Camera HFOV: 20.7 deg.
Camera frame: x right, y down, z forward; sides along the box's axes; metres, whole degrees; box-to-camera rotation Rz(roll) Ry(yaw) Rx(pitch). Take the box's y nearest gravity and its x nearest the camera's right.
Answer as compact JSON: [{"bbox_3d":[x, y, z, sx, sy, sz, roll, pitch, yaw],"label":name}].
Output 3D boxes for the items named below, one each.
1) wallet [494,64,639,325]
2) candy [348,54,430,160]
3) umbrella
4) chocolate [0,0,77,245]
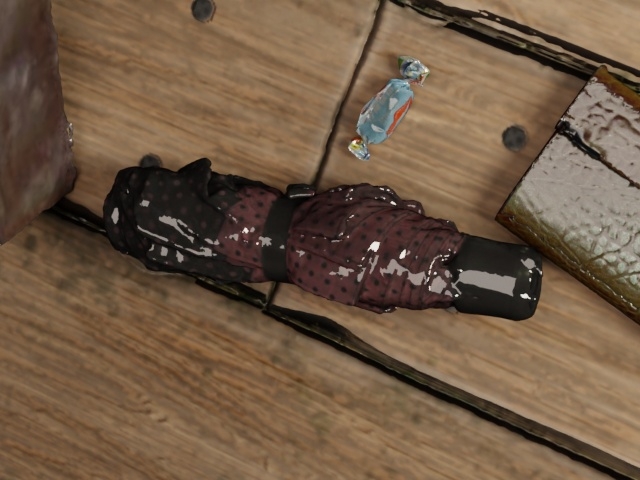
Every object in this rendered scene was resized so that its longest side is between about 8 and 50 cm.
[{"bbox_3d":[0.246,0.006,1.171,0.243,0.039,0.133,38,109,10],"label":"wallet"},{"bbox_3d":[0.045,-0.094,1.235,0.030,0.020,0.083,41,110,10],"label":"candy"},{"bbox_3d":[0.000,0.000,1.230,0.326,0.090,0.094,8,97,18],"label":"umbrella"},{"bbox_3d":[-0.259,-0.163,1.241,0.112,0.112,0.321,13,124,24],"label":"chocolate"}]
